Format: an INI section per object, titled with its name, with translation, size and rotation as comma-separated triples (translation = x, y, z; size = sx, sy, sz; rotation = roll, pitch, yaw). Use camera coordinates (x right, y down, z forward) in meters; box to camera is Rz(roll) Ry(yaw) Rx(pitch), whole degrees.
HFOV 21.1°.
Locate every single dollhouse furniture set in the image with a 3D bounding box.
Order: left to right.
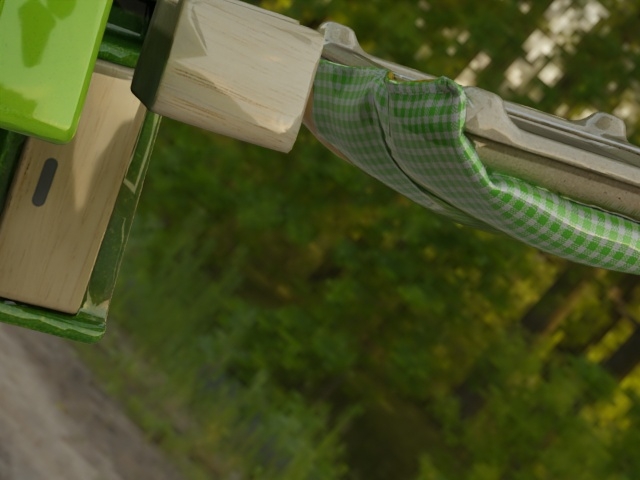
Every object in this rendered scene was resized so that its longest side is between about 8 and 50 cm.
[dollhouse furniture set]
translation = 0.000, 0.000, 0.635
size = 0.301, 0.151, 0.197
rotation = 16, 9, -18
